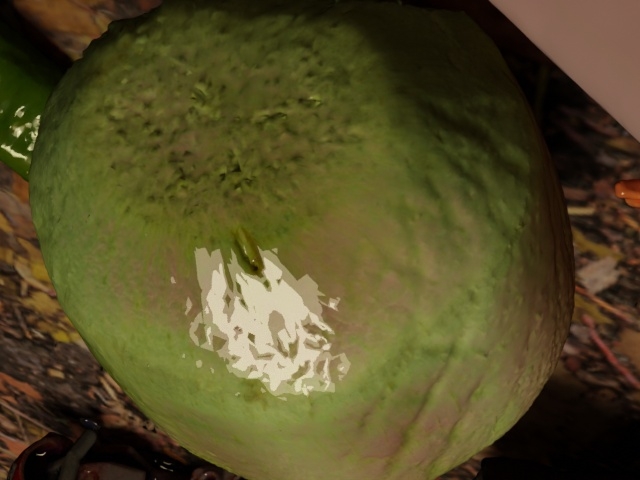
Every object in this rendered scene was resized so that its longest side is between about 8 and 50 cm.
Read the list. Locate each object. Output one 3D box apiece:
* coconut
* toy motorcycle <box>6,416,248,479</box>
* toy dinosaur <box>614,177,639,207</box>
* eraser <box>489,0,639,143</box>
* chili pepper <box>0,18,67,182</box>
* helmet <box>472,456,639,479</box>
[{"bbox_3d":[0.000,0.000,0.673,0.205,0.236,0.236,54,155,27],"label":"coconut"},{"bbox_3d":[-0.117,0.168,1.058,0.213,0.082,0.122,-5,146,22],"label":"toy motorcycle"},{"bbox_3d":[0.199,-0.078,0.576,0.101,0.055,0.279,20,149,-36],"label":"toy dinosaur"},{"bbox_3d":[0.145,-0.120,0.356,0.359,0.122,0.272,48,152,26],"label":"eraser"},{"bbox_3d":[-0.139,-0.048,0.793,0.359,0.076,0.085,41,160,-16],"label":"chili pepper"},{"bbox_3d":[0.181,0.234,0.867,0.177,0.225,0.305,-9,142,-3],"label":"helmet"}]
